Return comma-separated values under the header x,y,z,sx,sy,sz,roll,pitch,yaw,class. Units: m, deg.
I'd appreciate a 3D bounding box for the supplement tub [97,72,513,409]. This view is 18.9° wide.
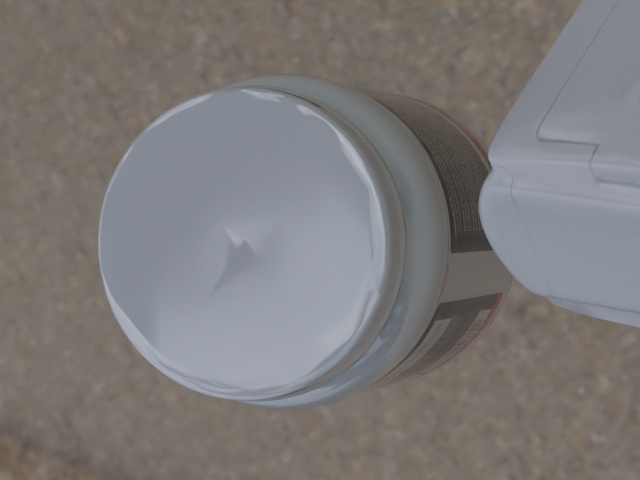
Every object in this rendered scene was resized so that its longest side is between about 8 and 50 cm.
x,y,z,sx,sy,sz,roll,pitch,yaw,class
0.000,0.000,1.146,0.191,0.272,0.191,0,90,18,supplement tub

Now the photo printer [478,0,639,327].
x,y,z,sx,sy,sz,roll,pitch,yaw,class
0.239,-0.091,0.779,0.256,0.307,0.107,9,142,36,photo printer
